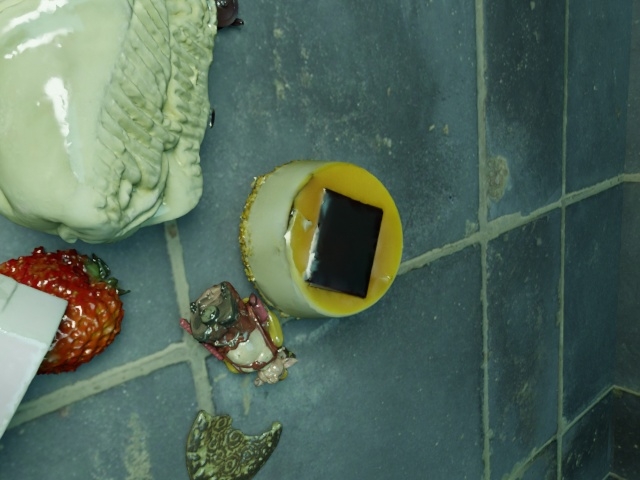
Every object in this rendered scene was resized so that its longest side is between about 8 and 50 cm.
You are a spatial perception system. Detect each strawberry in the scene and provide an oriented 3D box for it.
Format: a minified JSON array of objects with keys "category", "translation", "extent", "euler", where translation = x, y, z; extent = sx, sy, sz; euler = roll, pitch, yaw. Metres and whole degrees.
[{"category":"strawberry","translation":[-0.359,0.110,0.681],"extent":[0.236,0.107,0.175],"euler":[-41,121,-25]}]

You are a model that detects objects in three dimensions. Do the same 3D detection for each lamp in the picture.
[{"category":"lamp","translation":[-0.113,0.174,0.889],"extent":[0.118,0.118,0.253],"euler":[-52,131,-20]}]

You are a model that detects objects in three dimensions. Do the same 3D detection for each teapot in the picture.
[{"category":"teapot","translation":[-0.156,-0.352,0.797],"extent":[0.100,0.045,0.067],"euler":[30,78,-40]}]

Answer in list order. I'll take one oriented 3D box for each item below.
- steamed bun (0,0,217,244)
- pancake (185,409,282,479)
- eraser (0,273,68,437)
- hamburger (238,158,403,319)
[{"category":"steamed bun","translation":[-0.276,-0.171,0.614],"extent":[0.346,0.238,0.394],"euler":[88,12,-46]},{"category":"pancake","translation":[-0.156,0.355,0.950],"extent":[0.184,0.020,0.190],"euler":[-38,121,-27]},{"category":"eraser","translation":[-0.489,0.080,0.520],"extent":[0.397,0.082,0.213],"euler":[28,82,-23]},{"category":"hamburger","translation":[0.000,0.000,0.906],"extent":[0.294,0.179,0.276],"euler":[15,80,-35]}]
